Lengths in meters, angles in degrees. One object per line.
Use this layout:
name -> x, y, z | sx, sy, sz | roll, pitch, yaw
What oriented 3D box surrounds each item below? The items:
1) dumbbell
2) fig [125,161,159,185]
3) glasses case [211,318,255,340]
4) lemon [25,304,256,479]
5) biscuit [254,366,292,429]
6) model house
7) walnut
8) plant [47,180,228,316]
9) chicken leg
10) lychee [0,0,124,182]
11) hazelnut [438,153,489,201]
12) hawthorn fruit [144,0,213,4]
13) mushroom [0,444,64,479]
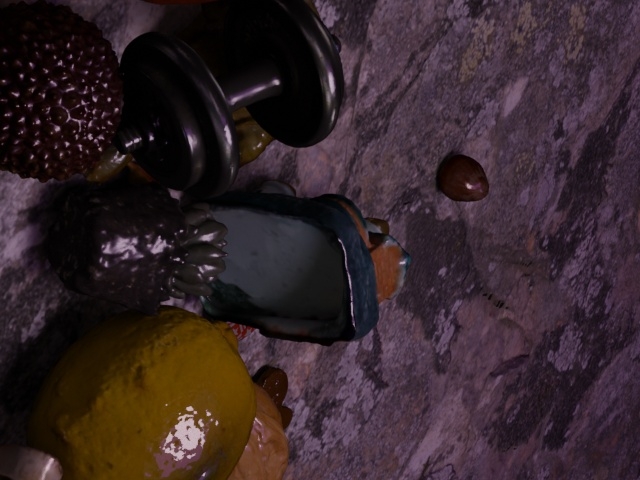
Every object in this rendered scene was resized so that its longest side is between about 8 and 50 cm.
dumbbell -> -0.095, -0.160, 1.693 | 0.290, 0.192, 0.192 | -28, 134, -29
fig -> -0.217, -0.072, 1.883 | 0.083, 0.050, 0.050 | 44, 70, -36
glasses case -> -0.083, 0.064, 2.178 | 0.194, 0.049, 0.073 | -46, 143, -32
lemon -> -0.209, 0.211, 1.881 | 0.260, 0.260, 0.284 | 42, 64, -59
biscuit -> -0.091, 0.278, 2.331 | 0.138, 0.031, 0.205 | -14, 122, -55
model house -> 0.000, 0.000, 2.072 | 0.291, 0.253, 0.184 | -28, 117, -52
walnut -> -0.121, 0.274, 2.165 | 0.159, 0.159, 0.207 | -50, 147, -26
plant -> -0.207, 0.008, 1.829 | 0.194, 0.129, 0.132 | 7, 126, -35
chicken leg -> -0.139, -0.163, 1.862 | 0.361, 0.140, 0.211 | -41, 122, -21
lychee -> -0.288, -0.149, 1.590 | 0.188, 0.188, 0.188 | -37, 139, -41
hazelnut -> 0.231, -0.097, 2.540 | 0.086, 0.086, 0.086 | -37, 139, -41
hawthorn fruit -> -0.124, -0.339, 1.625 | 0.224, 0.261, 0.224 | -23, 126, -36
mushroom -> -0.380, 0.321, 1.747 | 0.253, 0.189, 0.195 | 39, 60, -36
